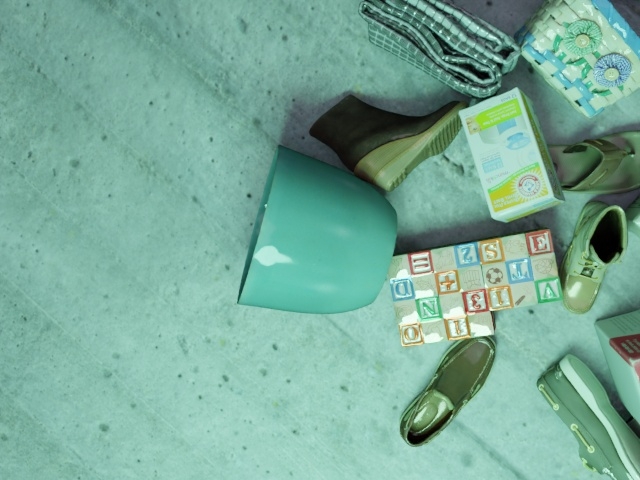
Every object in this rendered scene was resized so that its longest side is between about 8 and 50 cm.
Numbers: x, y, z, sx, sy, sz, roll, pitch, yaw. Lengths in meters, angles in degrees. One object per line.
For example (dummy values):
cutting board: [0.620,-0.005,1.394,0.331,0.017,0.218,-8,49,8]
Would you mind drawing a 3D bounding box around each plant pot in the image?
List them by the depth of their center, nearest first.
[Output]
plant pot: [0.000,0.000,1.291,0.235,0.293,0.292,14,97,-8]

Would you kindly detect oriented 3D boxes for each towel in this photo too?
towel: [0.199,-0.348,1.245,0.284,0.235,0.121,33,105,7]

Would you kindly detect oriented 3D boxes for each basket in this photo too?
basket: [0.494,-0.364,1.195,0.255,0.201,0.289,40,108,-11]

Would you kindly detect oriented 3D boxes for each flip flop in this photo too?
flip flop: [0.471,-0.138,1.285,0.277,0.080,0.112,-1,90,13]

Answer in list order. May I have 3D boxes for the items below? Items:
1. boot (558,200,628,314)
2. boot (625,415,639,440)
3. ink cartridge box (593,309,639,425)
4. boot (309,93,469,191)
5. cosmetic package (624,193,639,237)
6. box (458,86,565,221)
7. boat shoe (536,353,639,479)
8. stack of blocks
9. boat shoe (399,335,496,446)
boot: [0.475,0.037,1.256,0.077,0.165,0.213,13,97,9]
boot: [0.640,0.382,1.256,0.263,0.091,0.229,-39,63,20]
ink cartridge box: [0.685,0.177,1.170,0.385,0.279,0.160,-19,91,11]
boot: [0.129,-0.222,1.337,0.248,0.090,0.207,-41,65,-15]
cosmetic package: [0.667,-0.105,1.219,0.129,0.153,0.296,42,101,6]
box: [0.337,-0.146,1.262,0.114,0.103,0.203,-20,78,27]
boat shoe: [0.495,0.351,1.267,0.091,0.109,0.305,-44,55,26]
stack of blocks: [0.284,0.086,1.326,0.297,0.087,0.171,-11,91,14]
boat shoe: [0.244,0.288,1.352,0.095,0.095,0.257,34,99,6]
